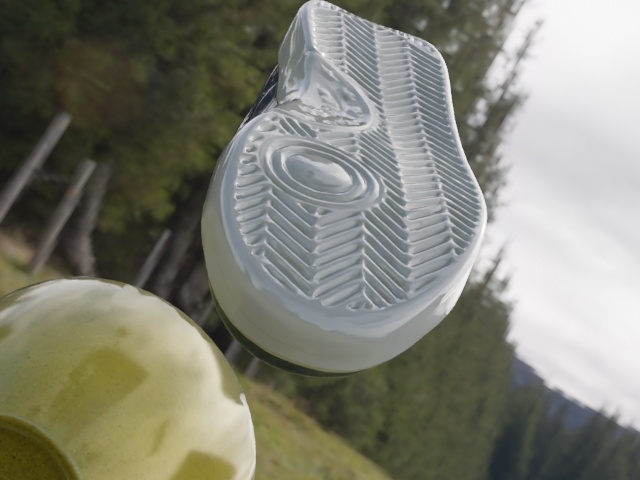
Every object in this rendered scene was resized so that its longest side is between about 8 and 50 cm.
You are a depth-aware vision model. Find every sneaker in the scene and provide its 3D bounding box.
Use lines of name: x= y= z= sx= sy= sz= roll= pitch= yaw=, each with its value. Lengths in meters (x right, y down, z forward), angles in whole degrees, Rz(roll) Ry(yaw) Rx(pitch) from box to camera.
sneaker: x=0.000 y=0.000 z=0.748 sx=0.131 sy=0.148 sz=0.350 roll=23 pitch=26 yaw=-3

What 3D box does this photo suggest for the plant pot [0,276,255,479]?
plant pot: x=-0.098 y=0.084 z=0.508 sx=0.134 sy=0.134 sz=0.095 roll=31 pitch=8 yaw=5
